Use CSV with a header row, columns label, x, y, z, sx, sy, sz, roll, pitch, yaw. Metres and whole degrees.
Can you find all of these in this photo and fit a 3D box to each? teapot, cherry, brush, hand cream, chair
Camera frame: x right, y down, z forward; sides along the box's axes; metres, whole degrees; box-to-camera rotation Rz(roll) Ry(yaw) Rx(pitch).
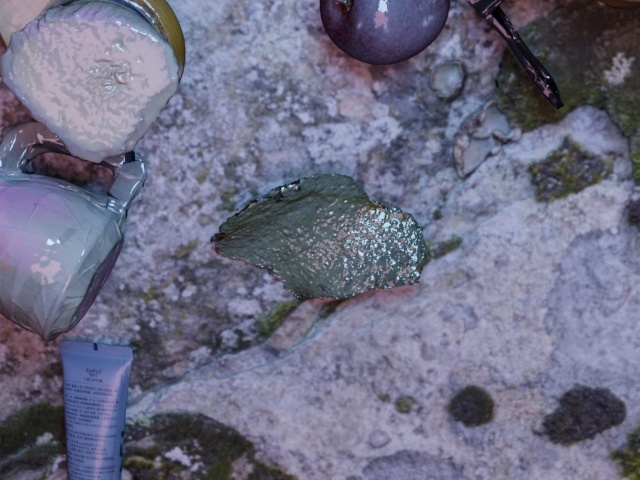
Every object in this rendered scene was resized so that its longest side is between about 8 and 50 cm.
label,x,y,z,sx,sy,sz,roll,pitch,yaw
teapot,-0.308,-0.019,1.415,0.178,0.163,0.221,29,107,-1
cherry,0.052,-0.260,1.375,0.148,0.188,0.115,-32,133,-13
brush,-0.265,-0.218,1.345,0.267,0.166,0.174,44,104,-11
hand cream,-0.270,0.250,1.562,0.091,0.058,0.271,6,105,11
chair,0.212,-0.259,1.352,0.229,0.106,0.113,43,112,-14

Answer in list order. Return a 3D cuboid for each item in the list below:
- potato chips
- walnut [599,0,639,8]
label,x,y,z,sx,sy,sz,roll,pitch,yaw
potato chips,0.002,0.003,1.473,0.228,0.059,0.167,25,113,-13
walnut,0.310,-0.371,1.188,0.306,0.306,0.343,-1,71,1
